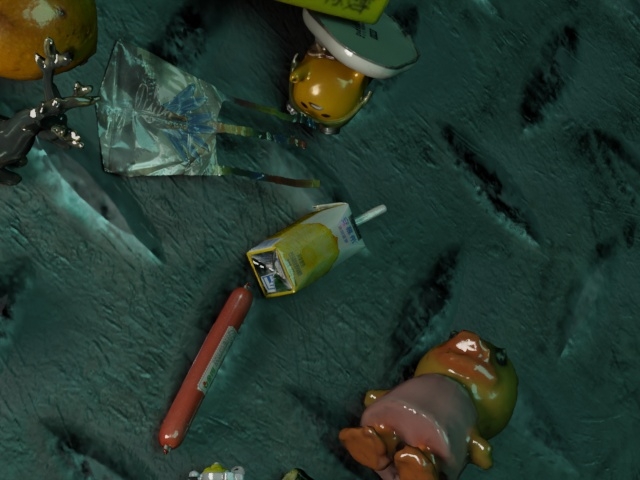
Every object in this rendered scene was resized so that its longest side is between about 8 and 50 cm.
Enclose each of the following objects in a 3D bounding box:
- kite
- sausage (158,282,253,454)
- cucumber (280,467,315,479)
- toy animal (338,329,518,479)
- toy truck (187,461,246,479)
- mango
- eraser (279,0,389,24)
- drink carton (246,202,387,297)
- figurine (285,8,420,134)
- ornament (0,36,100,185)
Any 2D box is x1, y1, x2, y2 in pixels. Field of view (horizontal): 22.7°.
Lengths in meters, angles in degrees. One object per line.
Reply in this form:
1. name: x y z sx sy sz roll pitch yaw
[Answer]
1. kite: -0.135 -0.127 1.969 0.310 0.015 0.169 17 68 -25
2. sausage: -0.136 0.150 1.912 0.034 0.034 0.253 42 55 -25
3. cucumber: 0.019 0.353 1.980 0.187 0.058 0.058 44 54 -25
4. toy animal: 0.165 0.224 2.078 0.281 0.195 0.169 -47 150 -34
5. toy truck: -0.123 0.315 1.864 0.077 0.076 0.111 6 73 -19
6. mango: -0.356 -0.264 1.728 0.236 0.136 0.166 32 32 11
7. eraser: -0.030 -0.358 2.058 0.226 0.069 0.158 7 30 -40
8. drink carton: 0.000 0.000 2.042 0.200 0.074 0.084 -31 101 -42
9. figurine: 0.030 -0.227 2.120 0.166 0.141 0.250 26 24 -2
10. ornament: -0.342 -0.145 1.672 0.202 0.236 0.080 29 59 -32
